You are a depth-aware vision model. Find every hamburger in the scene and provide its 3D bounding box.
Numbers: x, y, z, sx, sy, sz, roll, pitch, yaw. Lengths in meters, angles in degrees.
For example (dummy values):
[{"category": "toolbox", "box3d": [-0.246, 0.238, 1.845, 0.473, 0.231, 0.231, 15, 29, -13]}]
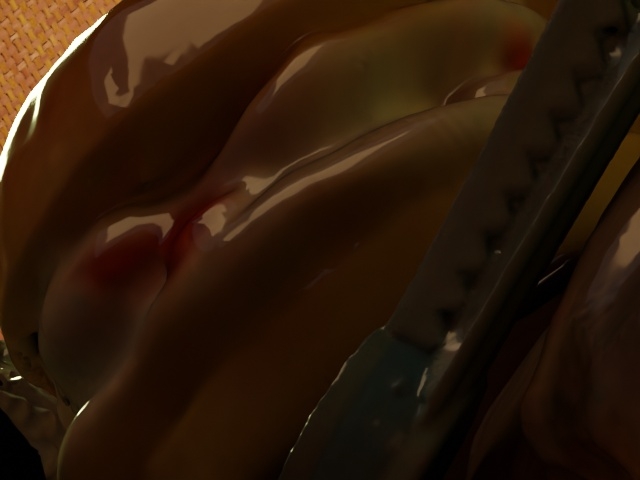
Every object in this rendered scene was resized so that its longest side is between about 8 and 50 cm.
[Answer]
[{"category": "hamburger", "box3d": [0.000, 0.000, 0.638, 0.276, 0.237, 0.276, -30, -24, -15]}]

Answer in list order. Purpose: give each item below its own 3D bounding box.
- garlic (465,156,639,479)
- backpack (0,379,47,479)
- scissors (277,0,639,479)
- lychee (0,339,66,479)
[{"category": "garlic", "box3d": [0.125, 0.003, 0.411, 0.228, 0.110, 0.217, -29, -10, -27]}, {"category": "backpack", "box3d": [-0.258, 0.143, 0.433, 0.363, 0.255, 0.445, -48, -6, 1]}, {"category": "scissors", "box3d": [0.012, 0.050, 0.397, 0.256, 0.030, 0.125, -61, -12, 9]}, {"category": "lychee", "box3d": [-0.318, 0.216, 1.210, 0.432, 0.380, 0.380, -43, -3, -11]}]
